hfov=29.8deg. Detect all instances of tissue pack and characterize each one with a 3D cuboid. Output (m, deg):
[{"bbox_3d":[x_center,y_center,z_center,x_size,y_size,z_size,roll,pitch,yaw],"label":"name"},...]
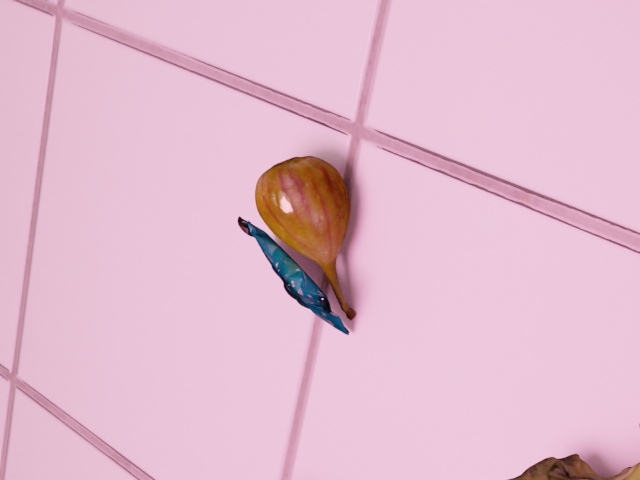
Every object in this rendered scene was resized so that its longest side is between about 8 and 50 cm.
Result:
[{"bbox_3d":[-0.029,0.036,1.187,0.028,0.085,0.138,-40,57,-3],"label":"tissue pack"}]

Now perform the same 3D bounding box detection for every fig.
[{"bbox_3d":[0.009,-0.011,1.166,0.166,0.093,0.093,47,130,-5],"label":"fig"}]

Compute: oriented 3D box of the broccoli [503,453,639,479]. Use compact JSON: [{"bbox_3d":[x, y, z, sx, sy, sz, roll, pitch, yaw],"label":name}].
[{"bbox_3d":[0.248,0.234,0.869,0.245,0.248,0.288,-49,51,18],"label":"broccoli"}]
